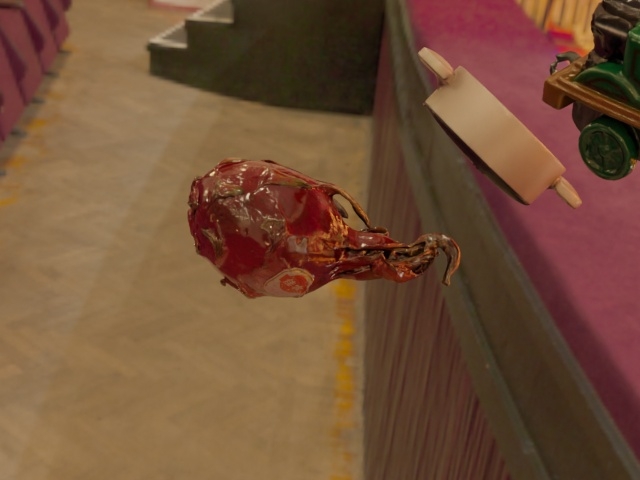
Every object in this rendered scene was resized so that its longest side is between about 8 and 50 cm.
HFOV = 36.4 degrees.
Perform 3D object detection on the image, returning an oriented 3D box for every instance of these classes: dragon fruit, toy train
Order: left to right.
[{"bbox_3d":[0.000,0.000,0.647,0.190,0.094,0.094,14,24,1],"label":"dragon fruit"},{"bbox_3d":[0.239,-0.091,0.598,0.091,0.136,0.228,-31,48,-28],"label":"toy train"}]

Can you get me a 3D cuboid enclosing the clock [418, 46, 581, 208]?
[{"bbox_3d":[0.174,-0.105,0.993,0.229,0.063,0.155,44,11,-11],"label":"clock"}]
